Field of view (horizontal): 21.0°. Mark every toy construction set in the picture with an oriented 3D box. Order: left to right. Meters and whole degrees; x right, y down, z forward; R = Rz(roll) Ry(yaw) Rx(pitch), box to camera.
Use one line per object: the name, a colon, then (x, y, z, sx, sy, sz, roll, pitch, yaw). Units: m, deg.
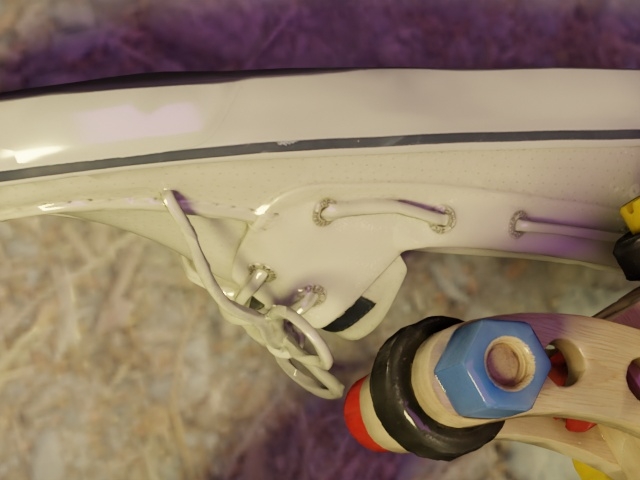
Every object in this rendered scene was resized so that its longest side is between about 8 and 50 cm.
toy construction set: (0.160, 0.118, 0.778, 0.257, 0.309, 0.237, 42, 55, 17)

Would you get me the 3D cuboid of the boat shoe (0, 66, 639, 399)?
boat shoe: (-0.002, -0.001, 0.794, 0.367, 0.136, 0.156, -4, 95, -27)
